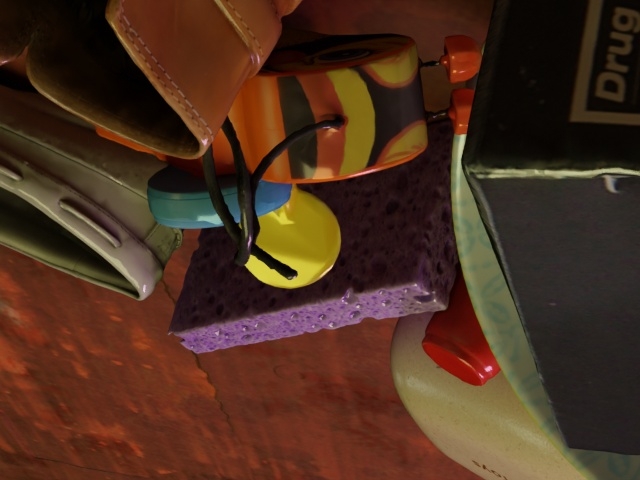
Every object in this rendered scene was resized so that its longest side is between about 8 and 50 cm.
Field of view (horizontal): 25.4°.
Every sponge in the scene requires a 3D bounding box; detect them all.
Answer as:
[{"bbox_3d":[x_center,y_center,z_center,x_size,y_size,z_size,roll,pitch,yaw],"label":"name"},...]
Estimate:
[{"bbox_3d":[0.000,0.000,0.862,0.210,0.117,0.031,-14,140,42],"label":"sponge"}]

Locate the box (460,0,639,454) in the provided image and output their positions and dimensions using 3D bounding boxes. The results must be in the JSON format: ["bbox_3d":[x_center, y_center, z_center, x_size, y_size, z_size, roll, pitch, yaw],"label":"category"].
[{"bbox_3d":[0.218,-0.091,0.392,0.294,0.296,0.183,5,152,19],"label":"box"}]

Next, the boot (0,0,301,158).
[{"bbox_3d":[-0.007,-0.127,0.508,0.283,0.220,0.109,27,150,-25],"label":"boot"}]

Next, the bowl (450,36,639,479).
[{"bbox_3d":[0.217,-0.011,0.661,0.156,0.289,0.289,-20,175,-37],"label":"bowl"}]

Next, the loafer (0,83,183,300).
[{"bbox_3d":[-0.238,-0.050,0.886,0.319,0.111,0.112,16,153,-5],"label":"loafer"}]

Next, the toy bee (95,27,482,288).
[{"bbox_3d":[-0.010,-0.056,0.687,0.162,0.298,0.195,-13,130,-17],"label":"toy bee"}]

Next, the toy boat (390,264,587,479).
[{"bbox_3d":[0.156,0.074,0.903,0.267,0.148,0.318,26,162,32],"label":"toy boat"}]
